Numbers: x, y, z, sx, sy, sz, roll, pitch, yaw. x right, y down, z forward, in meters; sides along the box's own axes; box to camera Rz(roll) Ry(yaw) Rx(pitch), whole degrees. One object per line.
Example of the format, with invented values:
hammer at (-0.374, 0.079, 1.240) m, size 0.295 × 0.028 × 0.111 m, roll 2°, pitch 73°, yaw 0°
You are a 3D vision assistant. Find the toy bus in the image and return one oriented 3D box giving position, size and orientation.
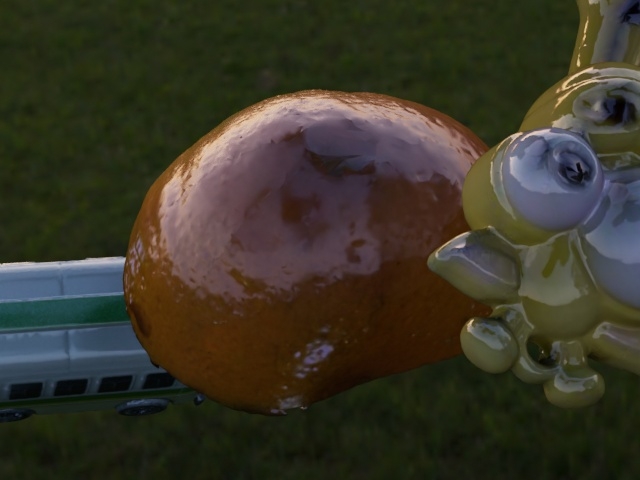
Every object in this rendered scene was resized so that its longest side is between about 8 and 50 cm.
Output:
toy bus at (-0.235, 0.084, 1.723) m, size 0.276 × 0.165 × 0.134 m, roll -4°, pitch 73°, yaw -16°

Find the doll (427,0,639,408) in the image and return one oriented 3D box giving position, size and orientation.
doll at (0.120, -0.069, 0.772) m, size 0.117 × 0.086 × 0.291 m, roll 27°, pitch 60°, yaw -11°

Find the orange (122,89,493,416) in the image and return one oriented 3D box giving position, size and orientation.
orange at (0.000, 0.002, 1.531) m, size 0.310 × 0.274 × 0.274 m, roll -28°, pitch 34°, yaw 11°
